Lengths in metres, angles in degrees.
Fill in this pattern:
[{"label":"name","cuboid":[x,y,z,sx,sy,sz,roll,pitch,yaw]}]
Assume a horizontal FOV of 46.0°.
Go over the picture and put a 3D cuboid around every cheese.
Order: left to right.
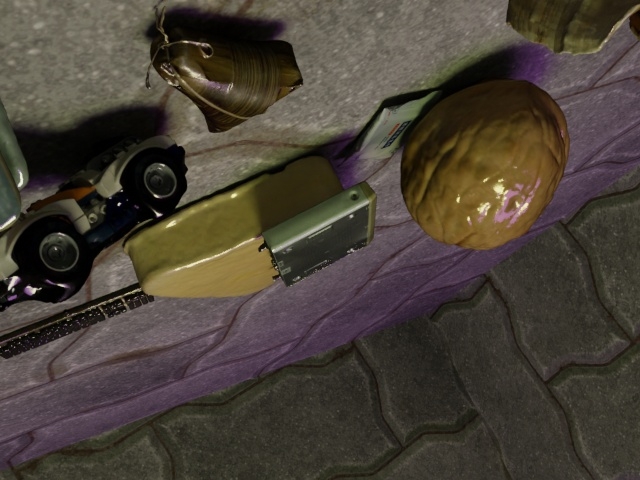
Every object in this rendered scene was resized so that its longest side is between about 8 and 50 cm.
[{"label":"cheese","cuboid":[-0.164,0.005,1.325,0.384,0.104,0.384,-23,164,-7]}]

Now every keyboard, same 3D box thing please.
[{"label":"keyboard","cuboid":[-0.477,0.156,1.469,0.317,0.027,0.106,-22,164,-12]}]

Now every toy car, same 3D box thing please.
[{"label":"toy car","cuboid":[-0.287,-0.029,0.894,0.193,0.118,0.301,-17,-156,51]}]

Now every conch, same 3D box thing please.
[{"label":"conch","cuboid":[0.332,-0.326,0.885,0.263,0.186,0.324,-20,-165,28]}]

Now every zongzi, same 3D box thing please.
[{"label":"zongzi","cuboid":[-0.144,-0.172,0.859,0.187,0.084,0.184,1,160,-44]}]

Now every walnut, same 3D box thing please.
[{"label":"walnut","cuboid":[0.281,-0.132,1.278,0.277,0.252,0.313,-33,156,-49]}]

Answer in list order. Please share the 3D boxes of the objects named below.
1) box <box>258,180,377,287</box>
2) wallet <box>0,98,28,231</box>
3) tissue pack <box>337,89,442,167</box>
[{"label":"box","cuboid":[0.000,0.000,1.293,0.211,0.045,0.270,-27,165,-6]},{"label":"wallet","cuboid":[-0.414,-0.059,0.532,0.360,0.252,0.083,-23,-160,-10]},{"label":"tissue pack","cuboid":[0.117,-0.186,1.285,0.123,0.026,0.193,-16,162,-32]}]
